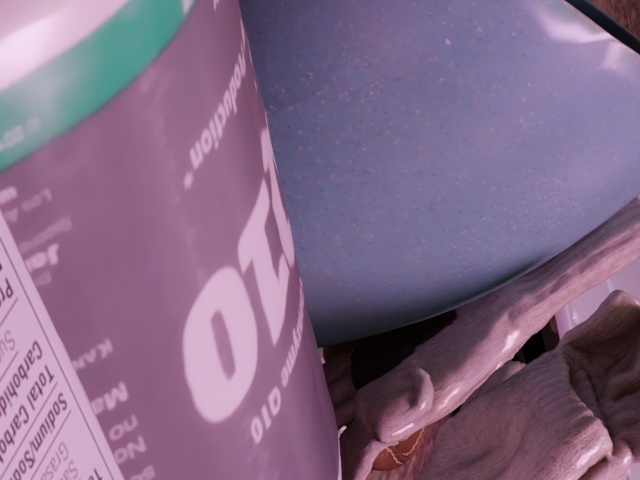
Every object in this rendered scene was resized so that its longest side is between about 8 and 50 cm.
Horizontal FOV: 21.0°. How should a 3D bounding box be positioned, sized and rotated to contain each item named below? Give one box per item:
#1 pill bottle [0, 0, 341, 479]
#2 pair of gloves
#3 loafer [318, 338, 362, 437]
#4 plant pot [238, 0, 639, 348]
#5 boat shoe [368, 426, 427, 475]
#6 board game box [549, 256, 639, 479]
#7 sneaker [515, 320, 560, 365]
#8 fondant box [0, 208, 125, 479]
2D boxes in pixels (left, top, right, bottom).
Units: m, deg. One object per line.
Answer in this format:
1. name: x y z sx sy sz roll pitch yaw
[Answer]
1. pill bottle: -0.104 0.036 0.536 0.361 0.204 0.204 78 27 -43
2. pair of gloves: 0.061 0.068 0.733 0.042 0.204 0.240 45 22 -16
3. loafer: 0.000 0.000 0.924 0.102 0.092 0.269 17 77 -66
4. plant pot: -0.006 -0.069 0.741 0.195 0.290 0.290 -52 160 13
5. boat shoe: 0.074 -0.002 1.078 0.111 0.104 0.307 44 53 -60
6. board game box: 0.223 0.040 1.364 0.390 0.050 0.390 13 65 -64
7. sneaker: 0.216 0.143 1.451 0.121 0.079 0.217 -24 113 -62
8. fondant box: -0.180 0.020 0.332 0.096 0.238 0.330 -64 148 -44
